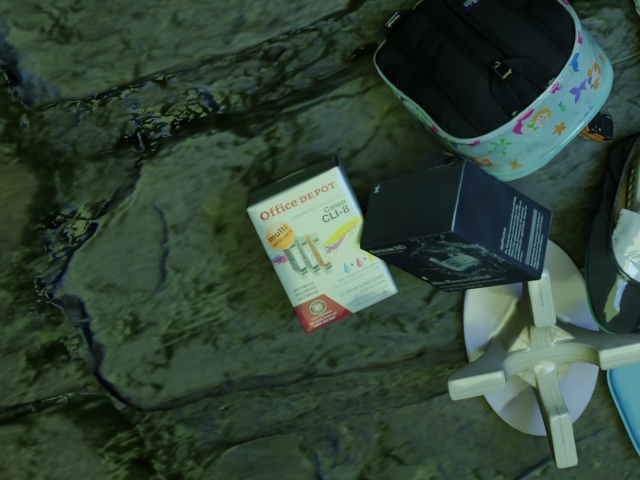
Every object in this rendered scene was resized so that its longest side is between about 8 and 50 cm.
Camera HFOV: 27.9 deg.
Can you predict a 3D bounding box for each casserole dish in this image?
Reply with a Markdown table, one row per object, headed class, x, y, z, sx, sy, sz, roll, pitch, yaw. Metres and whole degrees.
| class | x | y | z | sx | sy | sz | roll | pitch | yaw |
| --- | --- | --- | --- | --- | --- | --- | --- | --- | --- |
| casserole dish | 0.445 | 0.207 | 1.695 | 0.114 | 0.037 | 0.188 | -24 | 101 | 3 |

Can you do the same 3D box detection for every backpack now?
| class | x | y | z | sx | sy | sz | roll | pitch | yaw |
| --- | --- | --- | --- | --- | --- | --- | --- | --- | --- |
| backpack | 0.212 | -0.192 | 1.501 | 0.225 | 0.253 | 0.191 | -45 | 130 | 6 |

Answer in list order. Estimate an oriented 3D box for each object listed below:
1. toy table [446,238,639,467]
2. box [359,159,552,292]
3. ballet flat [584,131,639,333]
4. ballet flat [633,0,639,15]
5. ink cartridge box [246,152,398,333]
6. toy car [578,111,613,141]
| class | x | y | z | sx | sy | sz | roll | pitch | yaw |
| --- | --- | --- | --- | --- | --- | --- | --- | --- | --- |
| toy table | 0.273 | 0.135 | 1.615 | 0.252 | 0.161 | 0.274 | -23 | 102 | 3 |
| box | 0.159 | -0.012 | 1.517 | 0.158 | 0.156 | 0.093 | 27 | 66 | -34 |
| ballet flat | 0.376 | -0.025 | 1.541 | 0.095 | 0.096 | 0.280 | 23 | 57 | -16 |
| ballet flat | 0.462 | -0.268 | 1.556 | 0.147 | 0.147 | 0.409 | -16 | 100 | 2 |
| ink cartridge box | 0.000 | 0.000 | 1.596 | 0.128 | 0.127 | 0.176 | -25 | 100 | 4 |
| toy car | 0.334 | -0.181 | 1.627 | 0.040 | 0.060 | 0.122 | -15 | 83 | 45 |
